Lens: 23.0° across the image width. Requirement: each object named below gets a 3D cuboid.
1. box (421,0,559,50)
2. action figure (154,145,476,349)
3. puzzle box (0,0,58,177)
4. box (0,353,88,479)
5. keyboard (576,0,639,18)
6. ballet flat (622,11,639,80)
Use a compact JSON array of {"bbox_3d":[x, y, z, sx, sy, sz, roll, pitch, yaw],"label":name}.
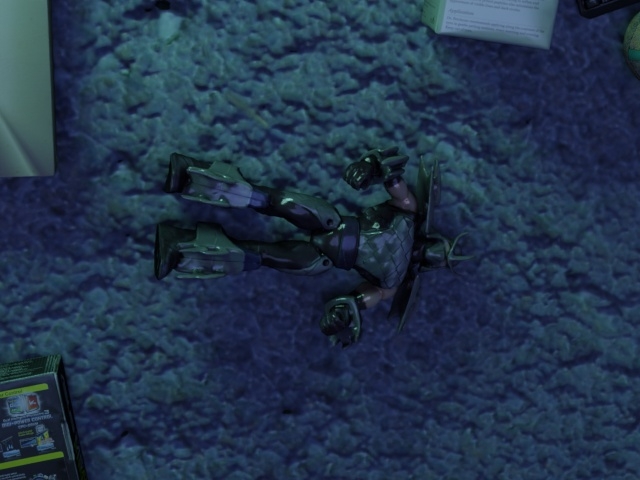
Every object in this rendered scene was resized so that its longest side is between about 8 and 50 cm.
[{"bbox_3d":[0.146,-0.216,1.343,0.101,0.102,0.087,7,104,-6],"label":"box"},{"bbox_3d":[0.000,0.000,1.383,0.285,0.099,0.185,8,97,-10],"label":"action figure"},{"bbox_3d":[-0.430,-0.186,1.319,0.408,0.052,0.272,-1,103,-5],"label":"puzzle box"},{"bbox_3d":[-0.346,0.234,1.420,0.270,0.060,0.216,-11,103,-3],"label":"box"},{"bbox_3d":[0.301,-0.273,1.386,0.180,0.023,0.108,-19,104,-2],"label":"keyboard"},{"bbox_3d":[0.426,-0.188,1.374,0.316,0.106,0.108,-17,104,-2],"label":"ballet flat"}]
